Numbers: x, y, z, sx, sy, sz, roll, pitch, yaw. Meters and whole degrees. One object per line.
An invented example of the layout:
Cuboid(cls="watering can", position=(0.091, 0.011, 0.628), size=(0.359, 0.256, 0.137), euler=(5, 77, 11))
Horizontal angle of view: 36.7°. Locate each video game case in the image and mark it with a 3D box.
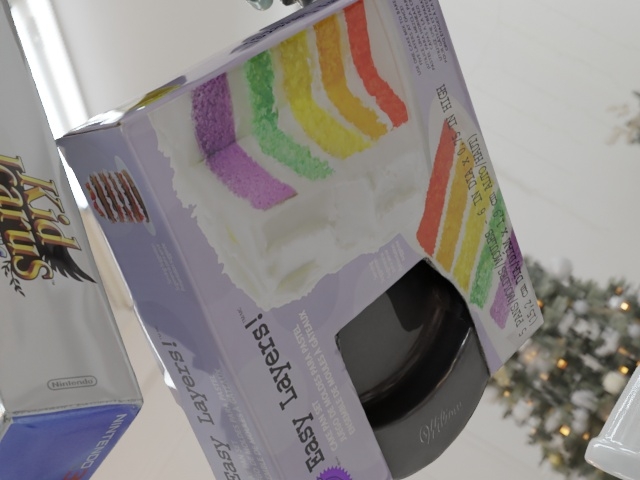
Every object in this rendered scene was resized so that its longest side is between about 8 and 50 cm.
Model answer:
Cuboid(cls="video game case", position=(-0.195, 0.046, 0.474), size=(0.061, 0.244, 0.269), euler=(-1, -38, -40))

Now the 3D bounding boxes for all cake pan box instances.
Cuboid(cls="cake pan box", position=(0.011, 0.007, 0.555), size=(0.246, 0.070, 0.267), euler=(-34, -67, -36))

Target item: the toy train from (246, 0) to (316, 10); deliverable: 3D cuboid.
Cuboid(cls="toy train", position=(-0.088, -0.432, 1.172), size=(0.142, 0.334, 0.190), euler=(-33, -13, -25))

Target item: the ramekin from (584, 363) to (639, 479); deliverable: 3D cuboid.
Cuboid(cls="ramekin", position=(0.396, 0.201, 0.902), size=(0.273, 0.273, 0.127), euler=(55, -123, -80))
